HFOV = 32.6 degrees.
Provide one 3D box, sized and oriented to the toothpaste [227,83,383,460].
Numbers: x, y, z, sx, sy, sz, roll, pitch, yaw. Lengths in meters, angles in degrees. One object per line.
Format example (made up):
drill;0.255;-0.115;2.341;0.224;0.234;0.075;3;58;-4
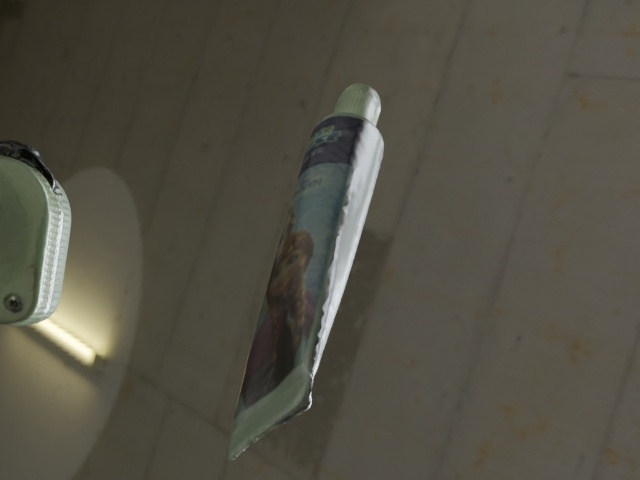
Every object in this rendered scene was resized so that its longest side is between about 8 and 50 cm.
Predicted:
toothpaste;0.000;0.000;0.489;0.062;0.037;0.216;-46;-161;43

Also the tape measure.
tape measure;-0.400;-0.012;1.190;0.115;0.235;0.207;8;89;-86
